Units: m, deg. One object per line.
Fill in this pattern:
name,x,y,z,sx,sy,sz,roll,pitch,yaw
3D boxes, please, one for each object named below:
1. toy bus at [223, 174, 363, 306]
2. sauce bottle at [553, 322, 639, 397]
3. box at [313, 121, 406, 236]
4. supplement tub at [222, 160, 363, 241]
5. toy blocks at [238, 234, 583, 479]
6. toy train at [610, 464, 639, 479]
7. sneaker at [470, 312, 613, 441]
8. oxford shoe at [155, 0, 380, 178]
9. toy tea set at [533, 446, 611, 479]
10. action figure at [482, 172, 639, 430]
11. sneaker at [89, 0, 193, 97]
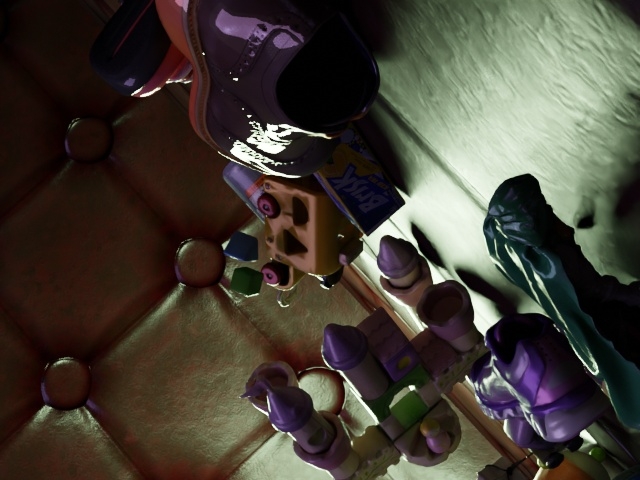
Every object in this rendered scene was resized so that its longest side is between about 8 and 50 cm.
toy bus,-0.003,-0.007,1.333,0.104,0.191,0.202,21,178,26
sauce bottle,0.228,0.102,0.871,0.128,0.042,0.042,45,176,6
box,0.021,-0.081,1.183,0.054,0.059,0.169,47,176,48
supplement tub,-0.029,-0.057,1.542,0.190,0.117,0.117,47,176,-1
toy blocks,0.081,0.162,1.335,0.309,0.288,0.260,46,172,43
toy train,0.349,0.290,1.181,0.105,0.080,0.184,53,177,5
sneaker,0.192,0.113,1.090,0.105,0.095,0.236,55,171,-5
oxford shoe,-0.024,-0.113,0.913,0.132,0.130,0.364,40,174,18
toy tea set,0.375,0.362,1.468,0.200,0.124,0.336,36,176,28
action figure,0.160,0.029,0.737,0.137,0.063,0.232,47,180,42
sneaker,-0.105,-0.188,1.017,0.136,0.116,0.314,36,-160,-16
